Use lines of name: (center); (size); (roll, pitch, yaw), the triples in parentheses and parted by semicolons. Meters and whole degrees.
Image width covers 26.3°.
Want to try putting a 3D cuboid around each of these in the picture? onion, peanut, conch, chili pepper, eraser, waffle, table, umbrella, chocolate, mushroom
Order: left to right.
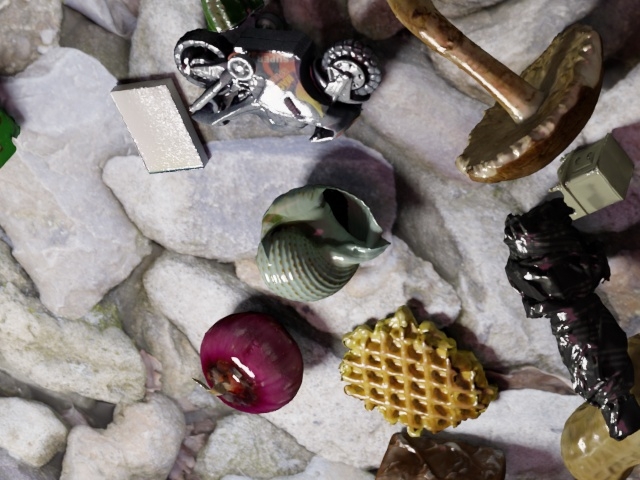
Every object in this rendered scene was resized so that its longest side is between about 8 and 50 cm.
eraser: (-0.240, -0.168, 2.036); (0.103, 0.023, 0.150); (-4, 125, 28)
chili pepper: (-0.158, -0.384, 1.783); (0.059, 0.088, 0.227); (16, 140, 60)
onion: (-0.111, 0.199, 2.204); (0.177, 0.153, 0.177); (5, 132, 5)
conch: (-0.002, -0.001, 1.996); (0.200, 0.131, 0.172); (-13, 99, 1)
waffle: (0.144, 0.212, 2.164); (0.243, 0.059, 0.238); (40, 136, -7)
chocolate: (0.186, 0.384, 2.222); (0.214, 0.148, 0.093); (7, 125, 17)
mushroom: (0.186, -0.188, 1.676); (0.301, 0.233, 0.208); (15, 124, 11)
umbrella: (0.348, 0.106, 1.837); (0.128, 0.154, 0.337); (-27, 76, 33)
table: (0.353, -0.083, 1.791); (0.083, 0.079, 0.062); (-26, 114, 40)
peanut: (0.449, 0.263, 1.985); (0.159, 0.143, 0.291); (57, 142, 30)

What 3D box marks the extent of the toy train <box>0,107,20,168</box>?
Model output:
toy train: (-0.584, -0.166, 2.085); (0.132, 0.188, 0.243); (-22, 115, 41)

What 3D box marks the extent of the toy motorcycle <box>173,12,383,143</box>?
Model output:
toy motorcycle: (-0.054, -0.209, 1.860); (0.307, 0.108, 0.173); (7, 136, 23)
